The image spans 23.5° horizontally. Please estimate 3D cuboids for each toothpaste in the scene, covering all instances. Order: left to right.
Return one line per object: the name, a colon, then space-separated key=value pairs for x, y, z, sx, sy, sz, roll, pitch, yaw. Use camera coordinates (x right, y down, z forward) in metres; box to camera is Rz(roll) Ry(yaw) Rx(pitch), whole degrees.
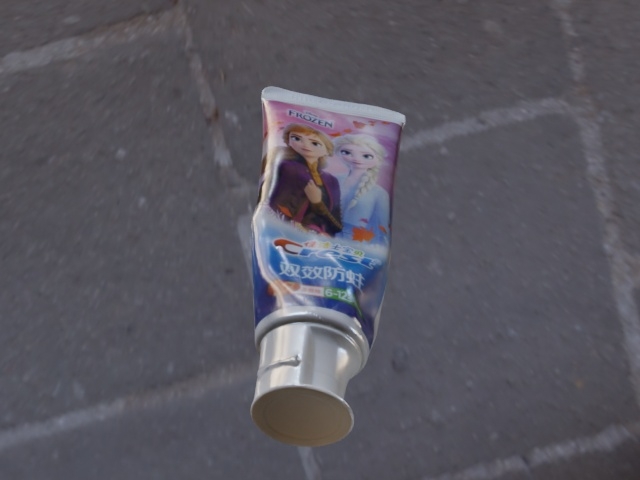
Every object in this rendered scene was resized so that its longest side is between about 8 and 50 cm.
toothpaste: x=0.000 y=0.000 z=0.921 sx=0.096 sy=0.266 sz=0.061 roll=12 pitch=136 yaw=-6
